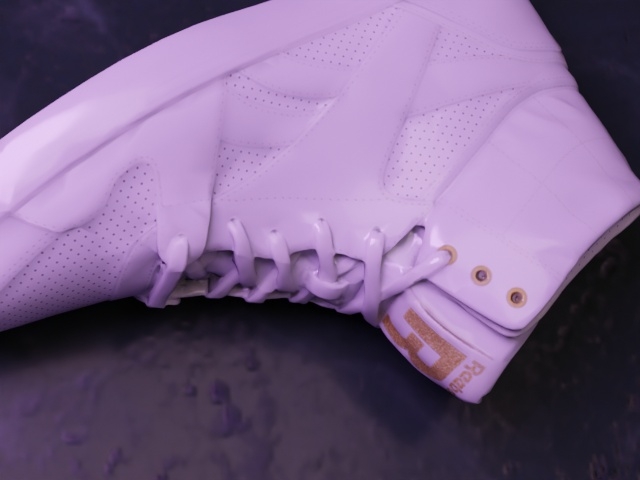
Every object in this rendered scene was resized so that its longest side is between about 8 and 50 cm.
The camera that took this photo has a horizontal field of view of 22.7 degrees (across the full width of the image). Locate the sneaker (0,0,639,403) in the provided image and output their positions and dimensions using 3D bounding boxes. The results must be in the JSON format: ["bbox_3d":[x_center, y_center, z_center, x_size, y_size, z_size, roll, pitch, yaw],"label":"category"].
[{"bbox_3d":[0.000,0.000,0.616,0.292,0.108,0.169,-28,78,-24],"label":"sneaker"}]
